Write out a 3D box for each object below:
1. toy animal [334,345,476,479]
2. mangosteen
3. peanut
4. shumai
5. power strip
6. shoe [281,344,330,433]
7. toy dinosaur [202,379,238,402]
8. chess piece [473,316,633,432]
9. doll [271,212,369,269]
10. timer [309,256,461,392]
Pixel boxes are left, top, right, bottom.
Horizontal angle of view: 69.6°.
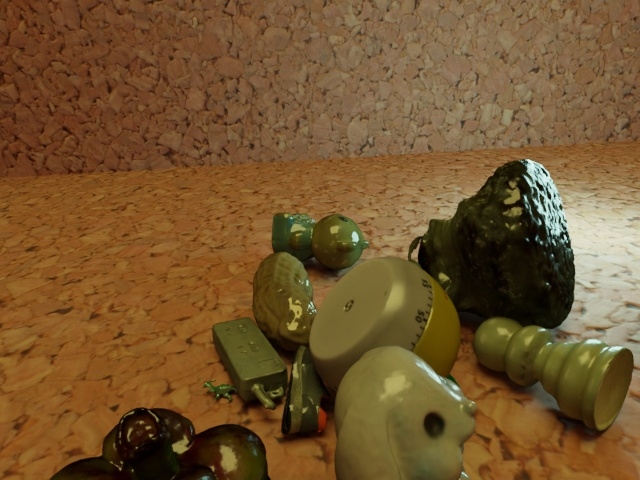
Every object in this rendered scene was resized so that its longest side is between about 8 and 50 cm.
[{"bbox_3d":[0.099,0.269,0.584,0.174,0.289,0.249,1,3,15],"label":"toy animal"},{"bbox_3d":[-0.166,0.308,0.467,0.288,0.287,0.233,-3,44,-1],"label":"mangosteen"},{"bbox_3d":[-0.079,0.139,1.056,0.153,0.140,0.325,34,14,-30],"label":"peanut"},{"bbox_3d":[0.371,0.027,1.052,0.348,0.395,0.395,-10,12,43],"label":"shumai"},{"bbox_3d":[-0.137,0.238,0.906,0.093,0.053,0.288,-7,19,-26],"label":"power strip"},{"bbox_3d":[-0.021,0.269,0.830,0.077,0.074,0.194,10,26,0],"label":"shoe"},{"bbox_3d":[-0.181,0.280,0.874,0.062,0.021,0.083,22,17,34],"label":"toy dinosaur"},{"bbox_3d":[0.394,0.216,0.831,0.144,0.144,0.251,-19,22,-33],"label":"chess piece"},{"bbox_3d":[0.000,0.000,1.339,0.261,0.161,0.177,5,2,22],"label":"doll"},{"bbox_3d":[0.144,0.190,0.826,0.285,0.285,0.285,-2,23,1],"label":"timer"}]
